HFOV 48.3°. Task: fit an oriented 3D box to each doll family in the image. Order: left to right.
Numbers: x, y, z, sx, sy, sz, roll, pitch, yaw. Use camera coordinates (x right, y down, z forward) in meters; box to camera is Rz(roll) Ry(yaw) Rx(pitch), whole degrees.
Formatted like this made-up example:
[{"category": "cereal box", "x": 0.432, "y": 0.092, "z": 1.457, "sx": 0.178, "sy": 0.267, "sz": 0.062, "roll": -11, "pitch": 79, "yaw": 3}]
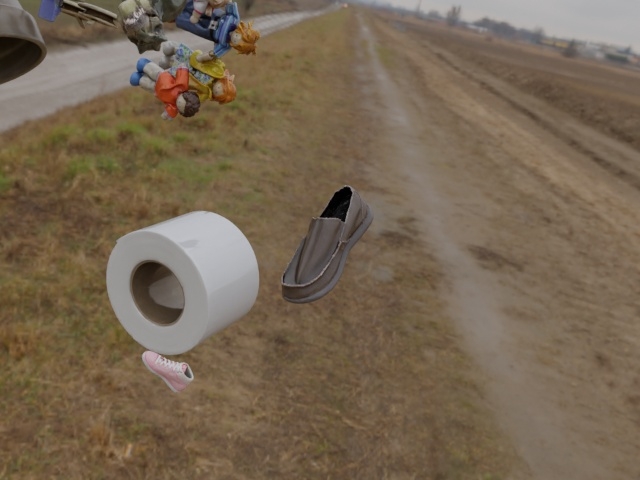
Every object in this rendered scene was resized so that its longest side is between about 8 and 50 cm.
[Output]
[{"category": "doll family", "x": -0.176, "y": -0.304, "z": 1.100, "sx": 0.163, "sy": 0.263, "sz": 0.118, "roll": 34, "pitch": 28, "yaw": 27}]

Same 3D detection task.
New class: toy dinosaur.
[{"category": "toy dinosaur", "x": -0.132, "y": -0.245, "z": 0.576, "sx": 0.118, "sy": 0.064, "sz": 0.268, "roll": 47, "pitch": 39, "yaw": -25}]

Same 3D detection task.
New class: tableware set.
[{"category": "tableware set", "x": -0.454, "y": -0.433, "z": 1.383, "sx": 0.194, "sy": 0.039, "sz": 0.128, "roll": 25, "pitch": 8, "yaw": 43}]

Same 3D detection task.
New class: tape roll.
[{"category": "tape roll", "x": -0.263, "y": 0.078, "z": 1.376, "sx": 0.246, "sy": 0.246, "sz": 0.169, "roll": 20, "pitch": 23, "yaw": 24}]

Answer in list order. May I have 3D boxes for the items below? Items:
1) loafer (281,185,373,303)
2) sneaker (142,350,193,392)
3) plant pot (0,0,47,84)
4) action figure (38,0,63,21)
[{"category": "loafer", "x": 0.000, "y": 0.000, "z": 1.753, "sx": 0.134, "sy": 0.130, "sz": 0.366, "roll": 3, "pitch": 45, "yaw": 34}, {"category": "sneaker", "x": -0.362, "y": 0.304, "z": 1.722, "sx": 0.134, "sy": 0.070, "sz": 0.051, "roll": 47, "pitch": 24, "yaw": -13}, {"category": "plant pot", "x": -0.720, "y": -0.451, "z": 1.340, "sx": 0.323, "sy": 0.280, "sz": 0.323, "roll": -18, "pitch": 0, "yaw": 0}, {"category": "action figure", "x": -0.474, "y": -0.561, "z": 1.203, "sx": 0.179, "sy": 0.341, "sz": 0.330, "roll": 17, "pitch": 14, "yaw": -15}]
